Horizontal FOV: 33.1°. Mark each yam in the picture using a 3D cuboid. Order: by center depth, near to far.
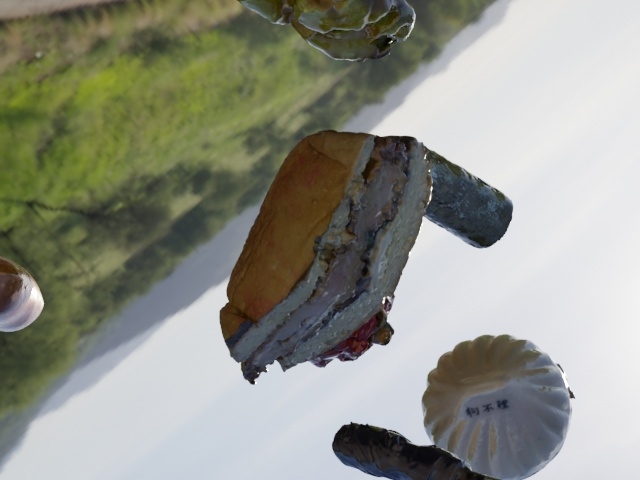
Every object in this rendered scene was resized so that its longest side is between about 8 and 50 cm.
[{"bbox_3d":[0.206,-0.073,1.734,0.107,0.194,0.107,-45,-152,32],"label":"yam"}]

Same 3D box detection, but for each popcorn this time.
[{"bbox_3d":[0.025,-0.484,1.857,0.321,0.326,0.290,12,144,-41],"label":"popcorn"}]

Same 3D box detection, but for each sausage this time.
[{"bbox_3d":[-0.422,0.070,1.415,0.098,0.098,0.238,-42,176,-12],"label":"sausage"}]

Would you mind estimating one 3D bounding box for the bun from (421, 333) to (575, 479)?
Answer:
[{"bbox_3d":[0.285,0.269,1.805,0.263,0.263,0.175,-41,153,2],"label":"bun"}]

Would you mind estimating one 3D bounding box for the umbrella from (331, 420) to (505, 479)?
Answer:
[{"bbox_3d":[0.127,0.261,1.255,0.248,0.071,0.071,8,-144,35],"label":"umbrella"}]

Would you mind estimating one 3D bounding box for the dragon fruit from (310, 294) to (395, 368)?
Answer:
[{"bbox_3d":[-0.013,0.079,1.910,0.277,0.342,0.277,-28,135,-32],"label":"dragon fruit"}]

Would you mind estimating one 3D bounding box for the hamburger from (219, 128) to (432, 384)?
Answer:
[{"bbox_3d":[0.000,0.000,1.190,0.282,0.155,0.245,-31,-126,33],"label":"hamburger"}]
